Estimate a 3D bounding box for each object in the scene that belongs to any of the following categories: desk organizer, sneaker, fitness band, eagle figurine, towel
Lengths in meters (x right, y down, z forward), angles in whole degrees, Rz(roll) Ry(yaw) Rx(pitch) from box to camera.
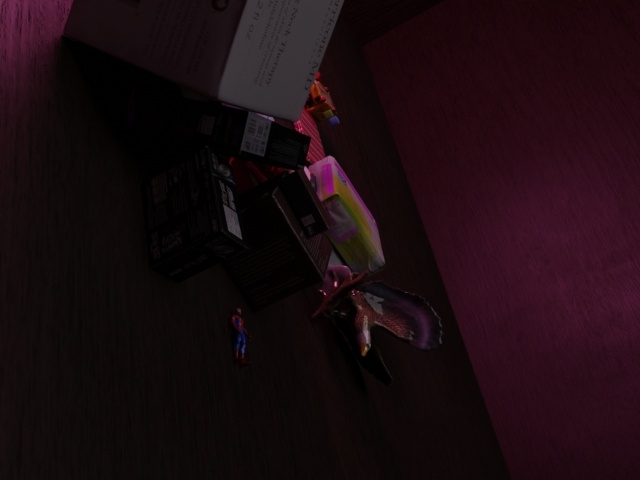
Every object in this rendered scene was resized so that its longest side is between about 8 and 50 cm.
[{"bbox_3d":[-0.028,-0.075,1.364,0.130,0.047,0.050,62,16,-7],"label":"desk organizer"},{"bbox_3d":[-0.119,-0.179,1.532,0.145,0.090,0.270,31,14,-38],"label":"sneaker"},{"bbox_3d":[-0.124,-0.091,1.678,0.291,0.054,0.209,57,21,-19],"label":"fitness band"},{"bbox_3d":[0.121,0.207,1.718,0.298,0.226,0.225,33,70,-31],"label":"eagle figurine"},{"bbox_3d":[-0.037,-0.330,2.282,0.199,0.031,0.275,39,33,-58],"label":"towel"}]

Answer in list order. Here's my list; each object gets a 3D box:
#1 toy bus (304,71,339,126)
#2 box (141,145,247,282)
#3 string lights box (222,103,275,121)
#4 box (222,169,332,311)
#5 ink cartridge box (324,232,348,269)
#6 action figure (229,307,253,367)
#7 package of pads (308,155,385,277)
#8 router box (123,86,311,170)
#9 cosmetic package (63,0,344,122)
[{"bbox_3d":[-0.024,-0.485,2.402,0.202,0.104,0.191,58,17,-24],"label":"toy bus"},{"bbox_3d":[-0.216,-0.044,1.179,0.077,0.147,0.180,39,30,-54],"label":"box"},{"bbox_3d":[-0.167,-0.370,1.744,0.133,0.076,0.260,56,21,-25],"label":"string lights box"},{"bbox_3d":[-0.099,0.000,1.418,0.203,0.168,0.167,60,18,-17],"label":"box"},{"bbox_3d":[0.000,0.000,1.908,0.224,0.045,0.223,36,33,-57],"label":"ink cartridge box"},{"bbox_3d":[-0.147,0.174,1.281,0.038,0.030,0.115,37,30,-47],"label":"action figure"},{"bbox_3d":[0.074,-0.062,1.962,0.297,0.101,0.229,54,17,-31],"label":"package of pads"},{"bbox_3d":[-0.186,-0.208,1.344,0.309,0.242,0.081,2,102,-70],"label":"router box"},{"bbox_3d":[-0.190,-0.445,1.307,0.327,0.330,0.393,24,11,15],"label":"cosmetic package"}]
